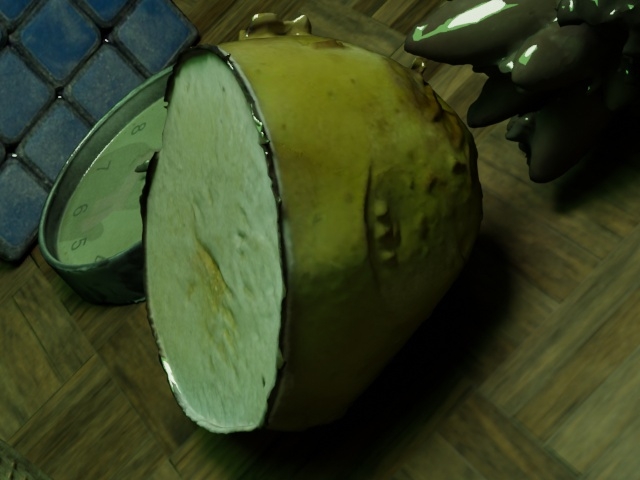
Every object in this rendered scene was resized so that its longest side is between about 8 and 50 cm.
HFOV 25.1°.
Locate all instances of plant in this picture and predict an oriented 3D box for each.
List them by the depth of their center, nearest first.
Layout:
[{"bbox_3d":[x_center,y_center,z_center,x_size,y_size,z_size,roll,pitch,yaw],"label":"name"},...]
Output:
[{"bbox_3d":[0.217,-0.161,0.960,0.320,0.194,0.182,-14,39,33],"label":"plant"}]

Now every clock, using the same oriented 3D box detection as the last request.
[{"bbox_3d":[-0.152,-0.065,1.368,0.280,0.055,0.281,-28,36,23],"label":"clock"}]

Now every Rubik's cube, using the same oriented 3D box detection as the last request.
[{"bbox_3d":[-0.408,-0.222,1.561,0.343,0.337,0.344,14,62,52],"label":"Rubik's cube"}]

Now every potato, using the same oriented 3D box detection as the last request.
[{"bbox_3d":[0.000,0.000,1.016,0.246,0.196,0.300,61,146,37],"label":"potato"}]

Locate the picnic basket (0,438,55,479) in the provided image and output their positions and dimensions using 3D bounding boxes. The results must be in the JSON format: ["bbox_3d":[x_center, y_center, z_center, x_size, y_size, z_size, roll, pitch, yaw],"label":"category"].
[{"bbox_3d":[-0.314,0.256,1.111,0.196,0.134,0.154,-27,33,23],"label":"picnic basket"}]
